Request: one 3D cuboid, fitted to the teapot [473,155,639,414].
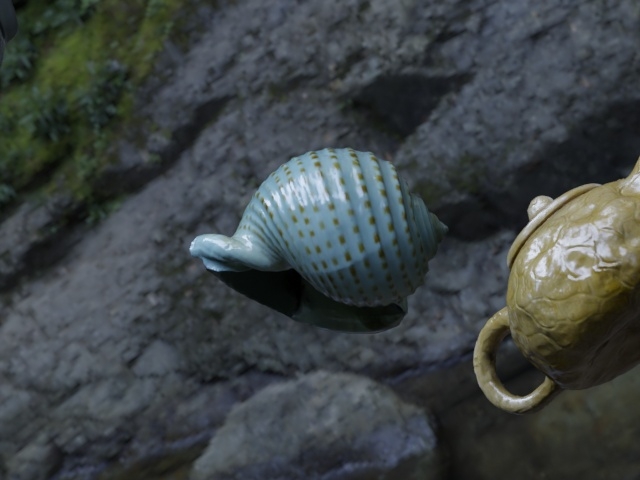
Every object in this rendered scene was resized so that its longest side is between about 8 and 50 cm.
[{"bbox_3d":[0.241,0.030,1.154,0.167,0.203,0.311,52,122,28],"label":"teapot"}]

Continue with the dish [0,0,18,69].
[{"bbox_3d":[-0.194,-0.135,0.489,0.151,0.212,0.077,-4,21,45],"label":"dish"}]

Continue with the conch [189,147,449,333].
[{"bbox_3d":[0.005,-0.009,1.034,0.200,0.172,0.131,15,72,15],"label":"conch"}]
